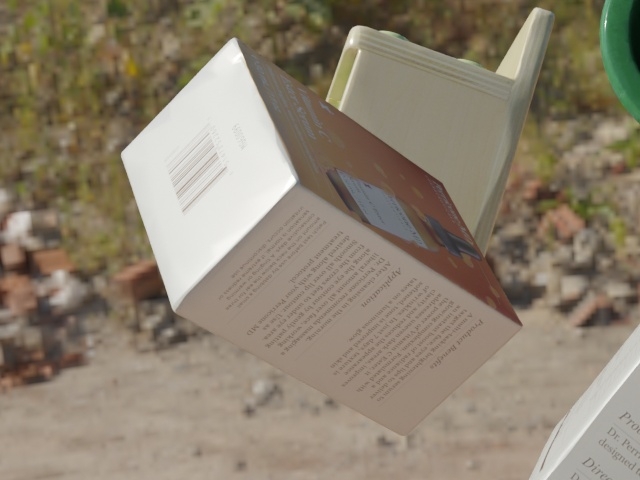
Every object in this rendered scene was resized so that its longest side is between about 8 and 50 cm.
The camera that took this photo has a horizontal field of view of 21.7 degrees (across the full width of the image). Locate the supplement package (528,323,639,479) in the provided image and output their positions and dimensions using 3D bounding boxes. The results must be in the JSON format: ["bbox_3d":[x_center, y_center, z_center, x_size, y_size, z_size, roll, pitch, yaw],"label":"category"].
[{"bbox_3d":[0.204,0.036,0.621,0.134,0.244,0.139,38,16,7],"label":"supplement package"}]

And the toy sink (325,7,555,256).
[{"bbox_3d":[0.057,-0.055,1.163,0.131,0.234,0.153,20,-19,-2],"label":"toy sink"}]

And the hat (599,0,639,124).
[{"bbox_3d":[0.276,-0.101,1.099,0.208,0.173,0.183,-43,-24,0],"label":"hat"}]

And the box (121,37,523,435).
[{"bbox_3d":[0.000,0.000,0.853,0.170,0.091,0.130,31,22,-38],"label":"box"}]
